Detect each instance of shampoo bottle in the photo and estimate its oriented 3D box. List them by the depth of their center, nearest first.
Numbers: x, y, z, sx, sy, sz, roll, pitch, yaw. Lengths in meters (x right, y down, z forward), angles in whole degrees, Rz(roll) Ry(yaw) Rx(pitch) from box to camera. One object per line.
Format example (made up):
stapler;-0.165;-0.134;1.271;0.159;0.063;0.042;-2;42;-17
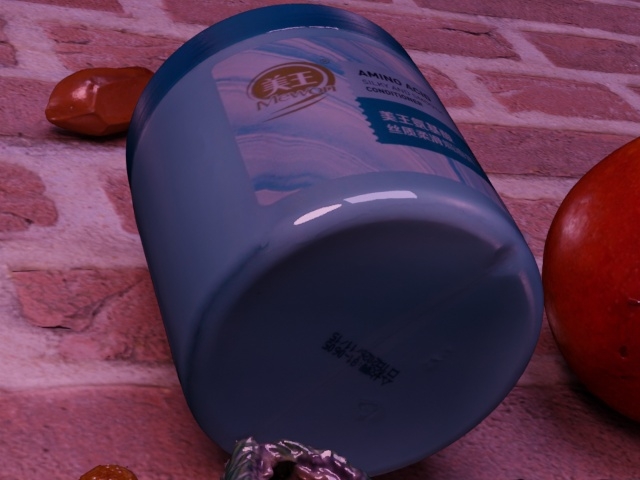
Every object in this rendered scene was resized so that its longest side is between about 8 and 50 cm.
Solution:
shampoo bottle;0.000;0.000;1.161;0.331;0.331;0.342;6;34;-21

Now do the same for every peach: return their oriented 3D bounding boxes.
peach;0.413;0.040;1.316;0.370;0.370;0.370;14;30;-8

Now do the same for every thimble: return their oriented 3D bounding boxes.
thimble;-0.014;0.206;0.847;0.118;0.090;0.135;6;30;-26

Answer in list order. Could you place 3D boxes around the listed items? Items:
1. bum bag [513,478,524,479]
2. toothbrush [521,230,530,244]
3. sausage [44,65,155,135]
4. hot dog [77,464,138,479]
bum bag;0.261;0.287;1.103;0.123;0.060;0.248;-9;39;-38
toothbrush;0.249;0.036;1.549;0.014;0.017;0.194;26;28;1
sausage;-0.261;-0.176;1.543;0.089;0.089;0.179;34;31;25
hot dog;-0.149;0.191;0.847;0.058;0.035;0.083;12;29;-10
